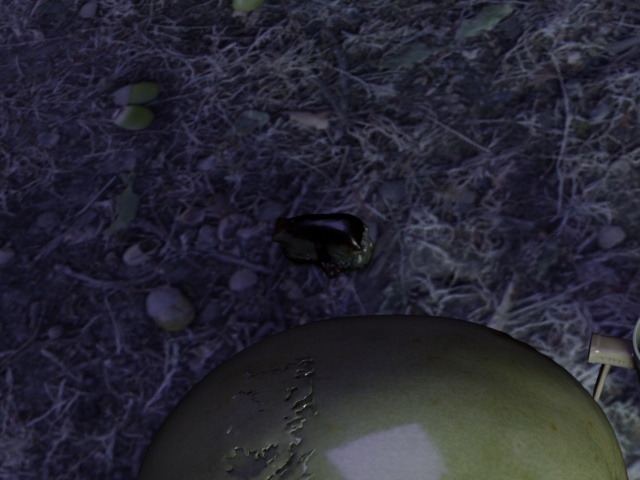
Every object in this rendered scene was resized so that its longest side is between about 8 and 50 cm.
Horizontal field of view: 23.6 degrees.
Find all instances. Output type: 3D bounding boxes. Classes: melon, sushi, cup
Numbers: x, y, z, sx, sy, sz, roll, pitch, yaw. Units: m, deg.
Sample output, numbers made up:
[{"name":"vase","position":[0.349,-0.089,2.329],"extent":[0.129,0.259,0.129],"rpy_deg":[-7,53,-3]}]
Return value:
[{"name":"melon","position":[0.025,0.176,0.964],"extent":[0.330,0.268,0.268],"rpy_deg":[-7,49,23]},{"name":"sushi","position":[0.000,0.000,1.264],"extent":[0.083,0.046,0.044],"rpy_deg":[2,53,19]},{"name":"cup","position":[0.244,0.099,1.069],"extent":[0.102,0.099,0.074],"rpy_deg":[-19,48,2]}]
